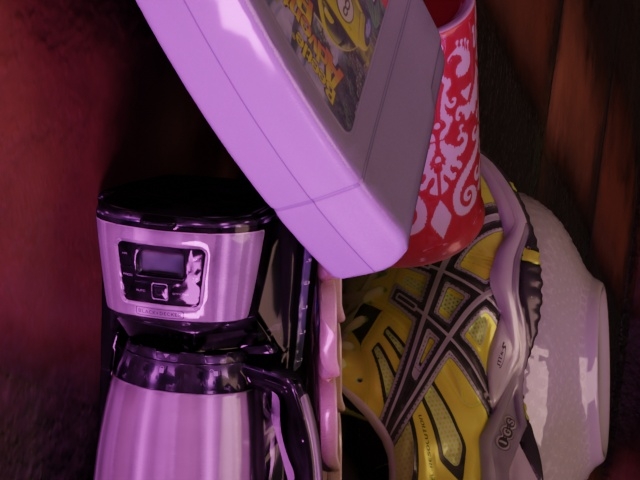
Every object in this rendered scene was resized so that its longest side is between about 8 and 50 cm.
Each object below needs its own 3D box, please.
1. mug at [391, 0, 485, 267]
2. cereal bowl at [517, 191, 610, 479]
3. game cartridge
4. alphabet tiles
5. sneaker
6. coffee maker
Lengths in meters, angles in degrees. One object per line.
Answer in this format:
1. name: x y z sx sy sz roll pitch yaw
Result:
1. mug: 0.035 -0.089 1.220 0.113 0.150 0.169 -39 143 -36
2. cereal bowl: 0.182 0.118 1.707 0.339 0.141 0.338 0 90 -78
3. game cartridge: -0.026 -0.135 0.895 0.294 0.060 0.196 59 31 -30
4. alphabet tiles: 0.000 0.000 1.129 0.278 0.021 0.284 -100 -171 -69
5. sneaker: 0.058 0.073 1.303 0.145 0.147 0.384 -42 -137 45
6. coffee maker: -0.062 0.058 0.970 0.171 0.120 0.178 -128 -138 -78
